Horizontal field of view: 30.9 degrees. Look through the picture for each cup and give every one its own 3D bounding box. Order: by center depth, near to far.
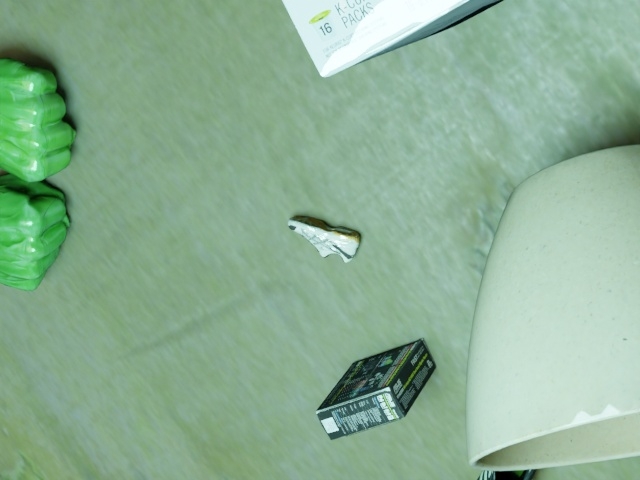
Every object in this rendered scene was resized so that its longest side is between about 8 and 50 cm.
[{"bbox_3d":[0.273,0.055,1.023,0.331,0.331,0.237,-19,69,27],"label":"cup"}]

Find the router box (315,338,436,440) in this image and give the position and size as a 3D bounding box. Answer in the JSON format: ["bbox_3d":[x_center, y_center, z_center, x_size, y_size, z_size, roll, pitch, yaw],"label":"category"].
[{"bbox_3d":[0.060,0.156,1.223,0.092,0.122,0.038,-23,100,28],"label":"router box"}]

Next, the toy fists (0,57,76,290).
[{"bbox_3d":[-0.356,-0.075,1.350,0.142,0.096,0.279,21,115,27],"label":"toy fists"}]

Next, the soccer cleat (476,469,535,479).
[{"bbox_3d":[0.193,0.261,1.225,0.060,0.072,0.179,23,114,15],"label":"soccer cleat"}]

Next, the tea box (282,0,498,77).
[{"bbox_3d":[0.073,-0.343,0.948,0.220,0.329,0.324,-26,95,28],"label":"tea box"}]

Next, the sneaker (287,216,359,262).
[{"bbox_3d":[0.000,0.000,1.252,0.083,0.032,0.037,19,112,18],"label":"sneaker"}]
